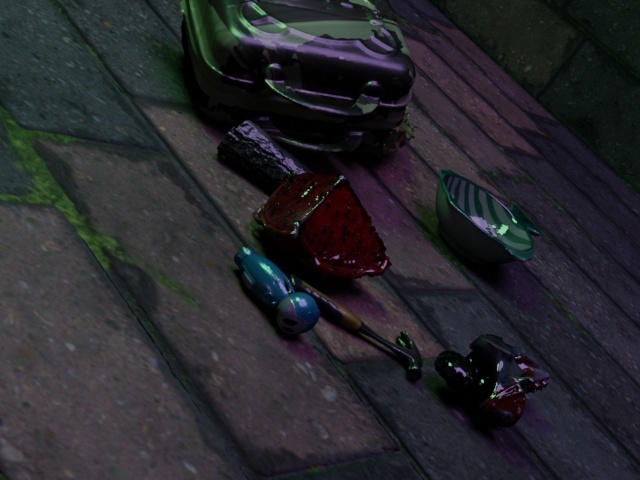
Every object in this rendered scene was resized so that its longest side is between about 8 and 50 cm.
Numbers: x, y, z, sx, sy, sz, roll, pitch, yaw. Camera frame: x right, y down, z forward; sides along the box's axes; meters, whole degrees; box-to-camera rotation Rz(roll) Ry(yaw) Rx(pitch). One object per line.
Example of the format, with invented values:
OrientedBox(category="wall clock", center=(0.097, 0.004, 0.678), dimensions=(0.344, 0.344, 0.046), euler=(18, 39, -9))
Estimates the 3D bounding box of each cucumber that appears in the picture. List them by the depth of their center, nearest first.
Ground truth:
OrientedBox(category="cucumber", center=(-0.030, -0.074, 1.475), dimensions=(0.245, 0.067, 0.067), euler=(38, 22, -4))

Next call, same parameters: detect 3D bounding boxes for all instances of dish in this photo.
OrientedBox(category="dish", center=(0.269, -0.020, 1.780), dimensions=(0.246, 0.078, 0.224), euler=(7, 37, -49))

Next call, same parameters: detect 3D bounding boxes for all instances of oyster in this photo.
OrientedBox(category="oyster", center=(0.089, -0.223, 1.894), dimensions=(0.221, 0.096, 0.361), euler=(31, 23, -27))

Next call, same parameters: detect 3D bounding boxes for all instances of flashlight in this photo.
OrientedBox(category="flashlight", center=(-0.051, 0.056, 1.207), dimensions=(0.051, 0.051, 0.129), euler=(6, 33, -52))

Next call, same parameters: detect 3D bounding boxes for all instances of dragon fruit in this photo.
OrientedBox(category="dragon fruit", center=(-0.002, 0.001, 1.362), dimensions=(0.127, 0.120, 0.161), euler=(1, -49, 55))

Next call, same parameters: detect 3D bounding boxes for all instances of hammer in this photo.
OrientedBox(category="hammer", center=(0.041, 0.099, 1.291), dimensions=(0.201, 0.021, 0.078), euler=(33, 23, -13))

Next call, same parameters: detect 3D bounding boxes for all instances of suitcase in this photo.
OrientedBox(category="suitcase", center=(-0.037, -0.264, 1.612), dimensions=(0.351, 0.194, 0.339), euler=(5, 46, -24))

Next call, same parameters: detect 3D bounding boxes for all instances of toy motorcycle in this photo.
OrientedBox(category="toy motorcycle", center=(0.233, 0.175, 1.344), dimensions=(0.122, 0.082, 0.213), euler=(47, 25, 25))
